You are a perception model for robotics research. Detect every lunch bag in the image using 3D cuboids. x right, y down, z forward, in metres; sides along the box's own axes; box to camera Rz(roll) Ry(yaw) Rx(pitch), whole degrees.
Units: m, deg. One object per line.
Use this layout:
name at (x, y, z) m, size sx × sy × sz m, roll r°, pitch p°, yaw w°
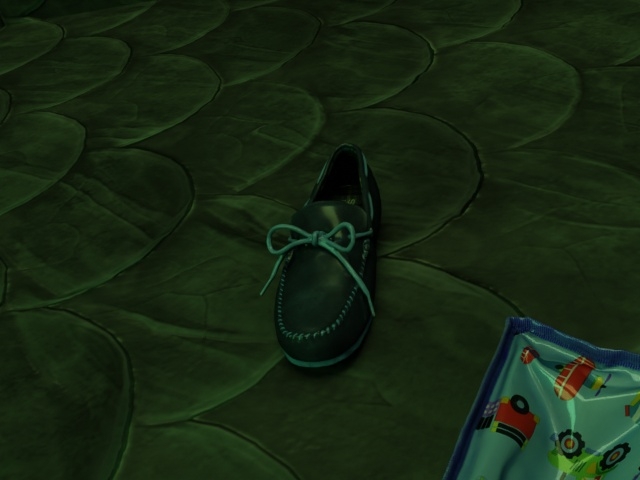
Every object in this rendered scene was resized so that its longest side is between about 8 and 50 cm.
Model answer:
lunch bag at (0.122, 0.230, 0.439) m, size 0.138 × 0.221 × 0.293 m, roll 14°, pitch 42°, yaw 32°

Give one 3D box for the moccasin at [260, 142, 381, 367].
moccasin at (0.000, 0.000, 0.887) m, size 0.138 × 0.117 × 0.342 m, roll -5°, pitch 35°, yaw 9°
